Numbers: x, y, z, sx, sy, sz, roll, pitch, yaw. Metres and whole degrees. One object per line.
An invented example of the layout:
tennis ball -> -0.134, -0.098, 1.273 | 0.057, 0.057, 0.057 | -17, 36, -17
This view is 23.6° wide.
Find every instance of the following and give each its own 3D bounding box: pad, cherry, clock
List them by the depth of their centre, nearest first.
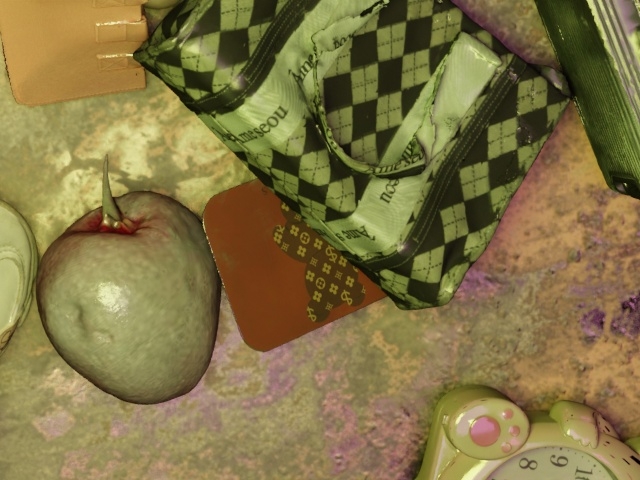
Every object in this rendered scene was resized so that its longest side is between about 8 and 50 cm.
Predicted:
cherry -> -0.200, 0.056, 1.621 | 0.213, 0.184, 0.266 | -43, 116, -47
pad -> 0.000, 0.000, 1.681 | 0.267, 0.004, 0.181 | -24, 99, -32
clock -> 0.258, 0.323, 1.761 | 0.309, 0.114, 0.284 | 11, 93, -10

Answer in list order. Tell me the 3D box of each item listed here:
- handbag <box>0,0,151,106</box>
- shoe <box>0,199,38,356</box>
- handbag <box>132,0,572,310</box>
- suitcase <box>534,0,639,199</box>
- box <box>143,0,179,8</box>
handbag -> -0.254, -0.226, 1.585 | 0.157, 0.212, 0.059 | -9, 61, -9
shoe -> -0.406, 0.120, 1.593 | 0.172, 0.198, 0.351 | 24, 95, -17
handbag -> 0.054, -0.171, 1.619 | 0.416, 0.180, 0.316 | 44, 73, -18
suitcase -> 0.346, -0.198, 1.671 | 0.128, 0.202, 0.312 | -23, 98, -5
box -> -0.155, -0.344, 1.639 | 0.146, 0.088, 0.200 | 43, 88, -10
